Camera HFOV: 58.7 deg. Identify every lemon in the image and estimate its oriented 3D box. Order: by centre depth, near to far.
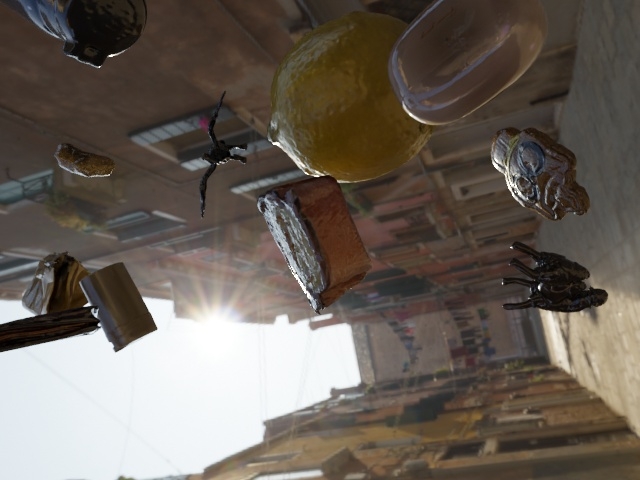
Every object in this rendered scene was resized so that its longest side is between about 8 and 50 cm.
[{"bbox_3d":[0.068,-0.270,1.097,0.336,0.336,0.335,-13,-90,-74],"label":"lemon"}]

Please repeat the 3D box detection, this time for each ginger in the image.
[{"bbox_3d":[-0.674,-0.224,1.617,0.068,0.190,0.095,98,-162,-47],"label":"ginger"}]

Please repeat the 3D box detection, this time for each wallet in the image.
[{"bbox_3d":[-0.435,0.143,0.860,0.161,0.196,0.042,-28,74,62],"label":"wallet"}]

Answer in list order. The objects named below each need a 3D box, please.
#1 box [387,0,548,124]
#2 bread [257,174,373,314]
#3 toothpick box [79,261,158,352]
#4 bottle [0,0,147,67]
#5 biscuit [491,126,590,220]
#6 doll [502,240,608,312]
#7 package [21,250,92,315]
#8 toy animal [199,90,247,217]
[{"bbox_3d":[0.176,-0.235,0.703,0.088,0.200,0.145,5,-122,-50],"label":"box"},{"bbox_3d":[-0.006,0.000,0.992,0.190,0.123,0.244,13,128,60],"label":"bread"},{"bbox_3d":[-0.460,0.153,1.305,0.180,0.111,0.111,62,-164,3],"label":"toothpick box"},{"bbox_3d":[-0.231,-0.219,0.460,0.244,0.082,0.072,37,-170,29],"label":"bottle"},{"bbox_3d":[0.494,-0.150,1.309,0.290,0.041,0.208,50,159,40],"label":"biscuit"},{"bbox_3d":[0.378,0.073,0.915,0.139,0.165,0.057,85,-163,-48],"label":"doll"},{"bbox_3d":[-0.833,0.124,1.796,0.221,0.311,0.165,-37,-67,-31],"label":"package"},{"bbox_3d":[-0.173,-0.147,0.970,0.108,0.062,0.220,-34,-39,-60],"label":"toy animal"}]
